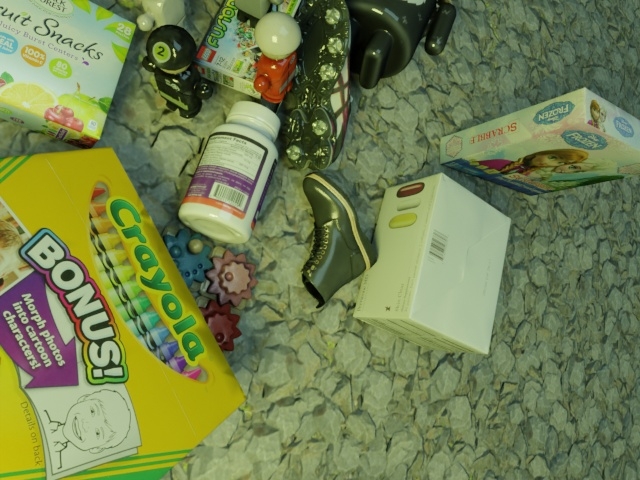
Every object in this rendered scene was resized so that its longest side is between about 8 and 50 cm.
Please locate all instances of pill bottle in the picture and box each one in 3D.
[{"bbox_3d":[-0.125,-0.102,0.787,0.108,0.108,0.193,28,68,-29],"label":"pill bottle"}]

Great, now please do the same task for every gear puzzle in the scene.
[{"bbox_3d":[-0.198,0.154,0.740,0.175,0.044,0.339,27,69,-29],"label":"gear puzzle"}]

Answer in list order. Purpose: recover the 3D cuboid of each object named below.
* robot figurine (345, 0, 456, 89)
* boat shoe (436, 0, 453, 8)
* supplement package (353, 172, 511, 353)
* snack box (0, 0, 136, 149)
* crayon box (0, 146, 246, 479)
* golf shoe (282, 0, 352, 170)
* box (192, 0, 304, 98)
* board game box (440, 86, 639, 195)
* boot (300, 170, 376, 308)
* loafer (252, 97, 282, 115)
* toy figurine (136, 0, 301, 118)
[{"bbox_3d":[0.108,-0.407,0.949,0.209,0.173,0.278,40,64,-31],"label":"robot figurine"},{"bbox_3d":[0.169,-0.564,1.059,0.109,0.098,0.302,-36,104,-33],"label":"boat shoe"},{"bbox_3d":[0.206,0.048,0.973,0.204,0.145,0.262,27,69,-30],"label":"supplement package"},{"bbox_3d":[-0.360,-0.234,0.666,0.207,0.070,0.174,22,72,-32],"label":"snack box"},{"bbox_3d":[-0.274,0.094,0.553,0.363,0.106,0.313,62,29,-1],"label":"crayon box"},{"bbox_3d":[0.002,-0.252,0.871,0.120,0.105,0.273,-30,131,-61],"label":"golf shoe"},{"bbox_3d":[-0.109,-0.332,0.846,0.114,0.036,0.207,20,70,-2],"label":"box"},{"bbox_3d":[0.468,-0.178,1.080,0.319,0.318,0.066,11,78,-32],"label":"board game box"},{"bbox_3d":[0.000,0.000,0.885,0.137,0.077,0.198,-41,105,-26],"label":"boot"},{"bbox_3d":[-0.080,-0.252,0.874,0.056,0.050,0.148,10,78,-34],"label":"loafer"},{"bbox_3d":[-0.139,-0.291,0.726,0.213,0.148,0.209,-11,72,-9],"label":"toy figurine"}]
